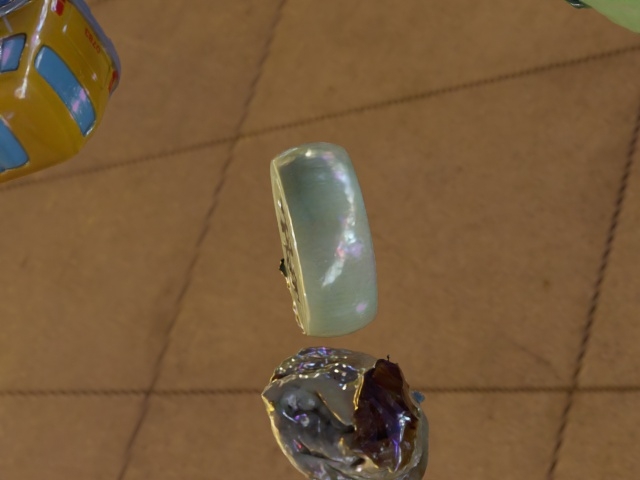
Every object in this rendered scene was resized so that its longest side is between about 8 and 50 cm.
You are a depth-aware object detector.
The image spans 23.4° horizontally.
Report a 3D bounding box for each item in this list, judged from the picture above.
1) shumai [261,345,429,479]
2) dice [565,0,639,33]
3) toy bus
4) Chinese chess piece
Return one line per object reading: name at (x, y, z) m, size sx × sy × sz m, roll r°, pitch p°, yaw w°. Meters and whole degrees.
shumai at (0.043, 0.175, 1.634) m, size 0.201 × 0.201 × 0.120 m, roll -96°, pitch 29°, yaw -42°
dice at (0.381, -0.375, 1.465) m, size 0.318 × 0.330 × 0.322 m, roll -65°, pitch 9°, yaw -8°
toy bus at (-0.274, -0.110, 1.233) m, size 0.209 × 0.126 × 0.136 m, roll -14°, pitch 43°, yaw 19°
Chinese chess piece at (0.000, 0.000, 1.136) m, size 0.058 × 0.144 × 0.144 m, roll -11°, pitch 40°, yaw -6°
